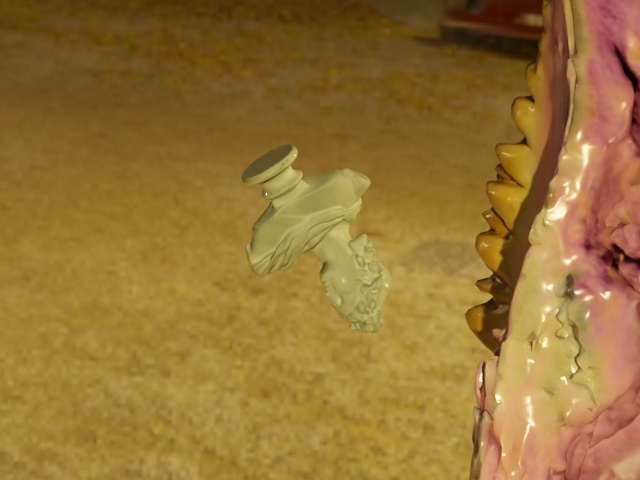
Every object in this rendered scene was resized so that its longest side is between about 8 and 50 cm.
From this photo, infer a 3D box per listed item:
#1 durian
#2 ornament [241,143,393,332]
[{"bbox_3d":[0.106,0.082,0.426,0.191,0.341,0.112,9,2,-19],"label":"durian"},{"bbox_3d":[-0.001,-0.003,0.691,0.092,0.068,0.041,27,10,-17],"label":"ornament"}]
